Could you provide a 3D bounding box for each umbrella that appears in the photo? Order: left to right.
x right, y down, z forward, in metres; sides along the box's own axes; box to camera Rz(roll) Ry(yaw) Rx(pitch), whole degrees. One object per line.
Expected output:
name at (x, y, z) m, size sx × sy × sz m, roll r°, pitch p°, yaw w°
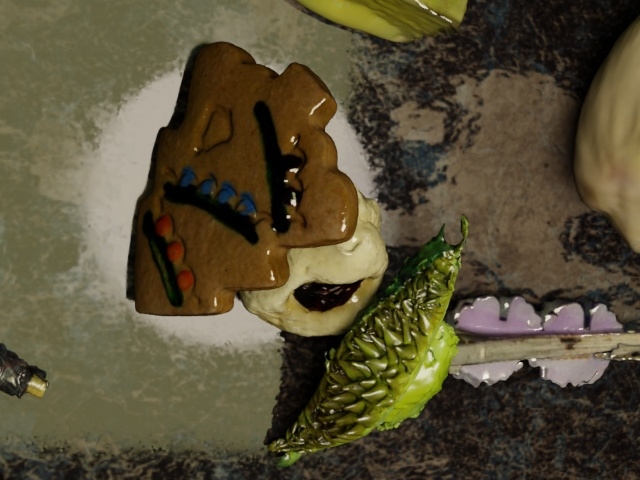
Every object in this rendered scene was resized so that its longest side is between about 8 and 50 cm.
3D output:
umbrella at (-0.338, 0.121, 1.439) m, size 0.144 × 0.037 × 0.040 m, roll 27°, pitch 118°, yaw -15°

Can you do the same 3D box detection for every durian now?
durian at (0.067, 0.120, 1.433) m, size 0.132 × 0.106 × 0.375 m, roll -6°, pitch 142°, yaw -48°

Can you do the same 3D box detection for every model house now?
model house at (0.073, -0.334, 1.434) m, size 0.193 × 0.175 × 0.234 m, roll 24°, pitch 80°, yaw -15°

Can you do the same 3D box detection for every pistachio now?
pistachio at (0.387, -0.140, 1.512) m, size 0.332 × 0.208 × 0.226 m, roll -66°, pitch 150°, yaw -14°

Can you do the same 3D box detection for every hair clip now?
hair clip at (0.221, 0.109, 1.561) m, size 0.292 × 0.084 × 0.106 m, roll -1°, pitch 94°, yaw -19°

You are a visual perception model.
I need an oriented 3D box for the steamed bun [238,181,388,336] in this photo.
steamed bun at (0.000, 0.000, 1.429) m, size 0.141 × 0.155 × 0.172 m, roll 1°, pitch 76°, yaw -20°

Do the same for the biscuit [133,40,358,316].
biscuit at (-0.091, -0.037, 1.398) m, size 0.043 × 0.278 × 0.301 m, roll 15°, pitch 116°, yaw -50°
